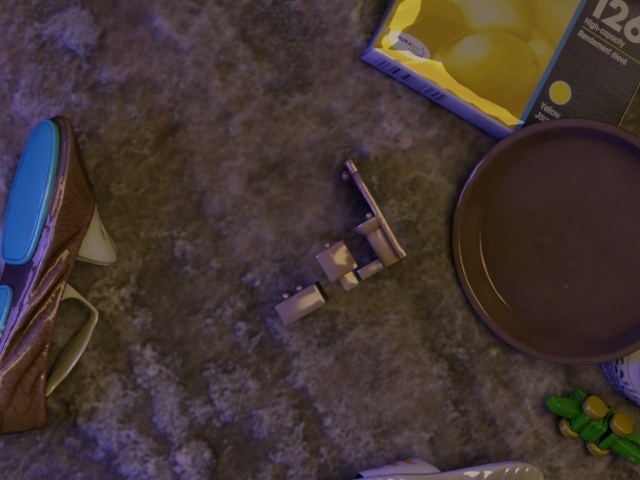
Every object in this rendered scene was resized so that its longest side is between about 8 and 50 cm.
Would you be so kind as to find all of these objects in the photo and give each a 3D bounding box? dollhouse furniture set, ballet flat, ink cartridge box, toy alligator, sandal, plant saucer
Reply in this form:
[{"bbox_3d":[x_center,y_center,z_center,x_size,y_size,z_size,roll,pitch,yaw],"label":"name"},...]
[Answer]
[{"bbox_3d":[0.000,0.000,1.768,0.151,0.144,0.123,-30,89,2],"label":"dollhouse furniture set"},{"bbox_3d":[-0.286,0.045,1.713,0.124,0.116,0.342,18,83,-31],"label":"ballet flat"},{"bbox_3d":[0.246,-0.269,1.865,0.303,0.072,0.307,29,83,-10],"label":"ink cartridge box"},{"bbox_3d":[0.341,0.220,1.868,0.189,0.056,0.051,32,40,-9],"label":"toy alligator"},{"bbox_3d":[0.118,0.290,1.801,0.265,0.076,0.102,-5,106,-19],"label":"sandal"},{"bbox_3d":[0.284,0.000,1.805,0.277,0.041,0.278,3,99,21],"label":"plant saucer"}]

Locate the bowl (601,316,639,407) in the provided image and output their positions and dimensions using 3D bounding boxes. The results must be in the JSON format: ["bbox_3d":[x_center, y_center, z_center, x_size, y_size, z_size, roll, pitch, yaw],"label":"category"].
[{"bbox_3d":[0.400,0.136,1.831,0.170,0.080,0.170,3,110,9],"label":"bowl"}]
